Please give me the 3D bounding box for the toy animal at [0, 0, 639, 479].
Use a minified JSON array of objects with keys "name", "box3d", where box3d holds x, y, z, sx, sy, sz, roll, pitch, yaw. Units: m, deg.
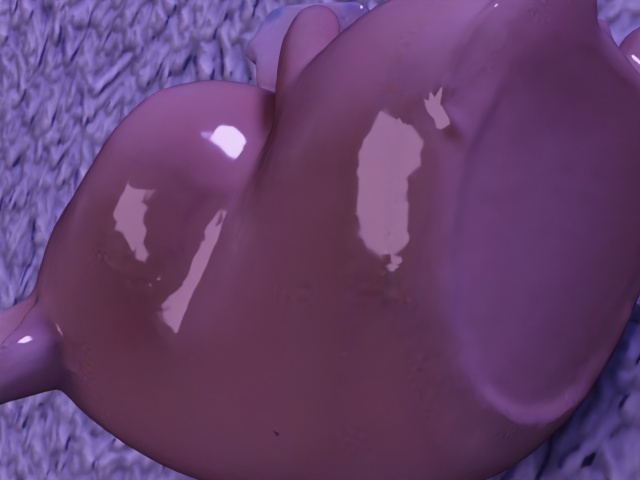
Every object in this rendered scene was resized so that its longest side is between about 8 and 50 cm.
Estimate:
[{"name":"toy animal","box3d":[-0.003,-0.001,0.540,0.256,0.195,0.212,-3,70,41]}]
